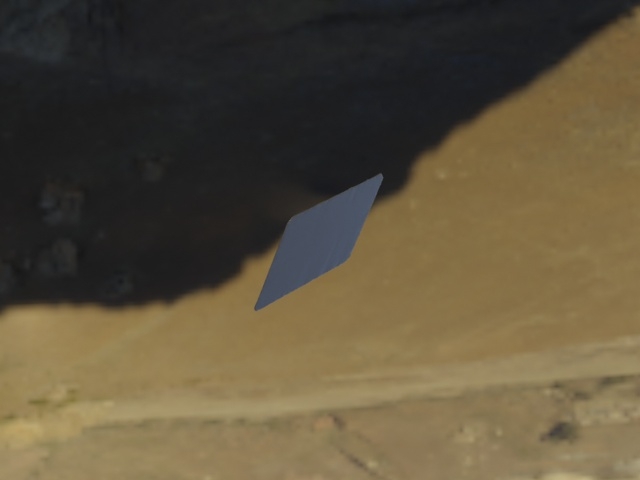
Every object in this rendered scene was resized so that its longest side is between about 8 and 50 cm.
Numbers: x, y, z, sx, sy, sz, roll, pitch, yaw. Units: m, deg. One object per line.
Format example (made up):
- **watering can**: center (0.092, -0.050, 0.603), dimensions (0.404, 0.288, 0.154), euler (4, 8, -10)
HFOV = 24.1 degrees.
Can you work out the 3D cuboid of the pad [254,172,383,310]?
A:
- **pad**: center (0.000, 0.000, 1.395), dimensions (0.157, 0.003, 0.112), euler (-27, 147, -50)
